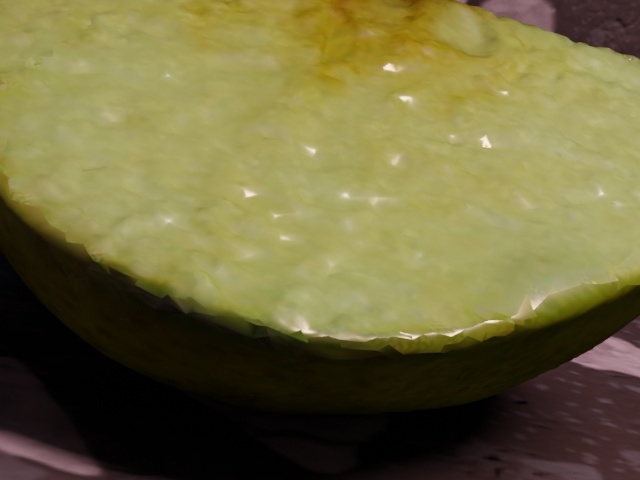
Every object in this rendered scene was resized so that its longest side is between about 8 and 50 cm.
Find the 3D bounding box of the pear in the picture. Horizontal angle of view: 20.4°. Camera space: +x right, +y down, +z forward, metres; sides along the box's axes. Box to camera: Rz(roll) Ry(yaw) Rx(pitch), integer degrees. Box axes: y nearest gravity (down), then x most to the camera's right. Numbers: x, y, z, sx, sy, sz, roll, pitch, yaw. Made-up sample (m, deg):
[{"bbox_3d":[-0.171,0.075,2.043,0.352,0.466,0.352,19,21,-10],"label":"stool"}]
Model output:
[{"bbox_3d":[-0.004,0.002,0.619,0.288,0.139,0.239,18,27,7],"label":"pear"}]
